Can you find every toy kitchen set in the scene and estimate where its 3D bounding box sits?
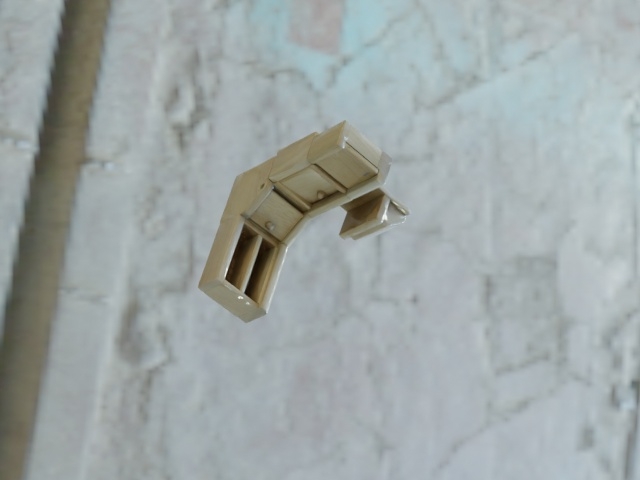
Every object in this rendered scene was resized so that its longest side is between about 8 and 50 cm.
[{"bbox_3d":[0.000,0.000,0.964,0.068,0.083,0.075,38,50,-26],"label":"toy kitchen set"}]
